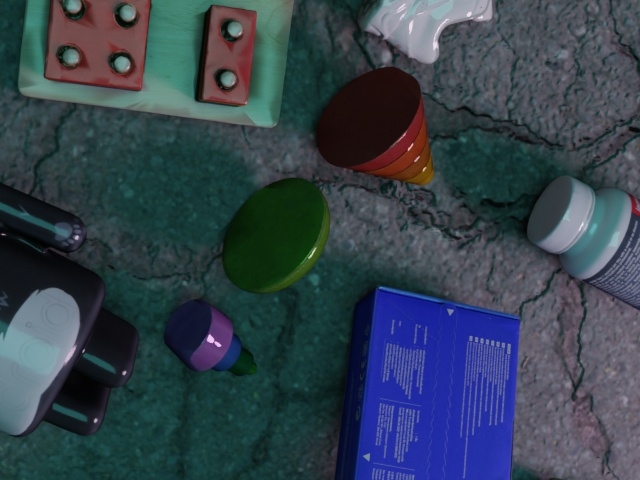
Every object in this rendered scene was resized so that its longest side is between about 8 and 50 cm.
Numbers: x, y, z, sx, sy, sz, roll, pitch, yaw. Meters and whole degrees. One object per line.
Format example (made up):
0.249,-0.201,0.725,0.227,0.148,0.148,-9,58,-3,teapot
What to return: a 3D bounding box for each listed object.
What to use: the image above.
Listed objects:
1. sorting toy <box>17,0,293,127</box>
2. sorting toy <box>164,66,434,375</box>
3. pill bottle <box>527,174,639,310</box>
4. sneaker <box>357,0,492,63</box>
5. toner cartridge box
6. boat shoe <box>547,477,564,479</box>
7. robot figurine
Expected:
-0.147,-0.250,0.996,0.257,0.089,0.255,6,95,-12,sorting toy
0.000,0.000,1.065,0.365,0.127,0.126,-51,132,0,sorting toy
0.318,0.005,1.111,0.180,0.108,0.108,26,90,-14,pill bottle
0.144,-0.281,1.064,0.115,0.090,0.232,37,97,-20,sneaker
0.102,0.232,1.036,0.165,0.075,0.348,14,68,-13,toner cartridge box
0.250,0.313,1.152,0.257,0.095,0.095,12,59,-10,boat shoe
-0.309,0.071,0.958,0.278,0.173,0.209,28,66,-13,robot figurine
